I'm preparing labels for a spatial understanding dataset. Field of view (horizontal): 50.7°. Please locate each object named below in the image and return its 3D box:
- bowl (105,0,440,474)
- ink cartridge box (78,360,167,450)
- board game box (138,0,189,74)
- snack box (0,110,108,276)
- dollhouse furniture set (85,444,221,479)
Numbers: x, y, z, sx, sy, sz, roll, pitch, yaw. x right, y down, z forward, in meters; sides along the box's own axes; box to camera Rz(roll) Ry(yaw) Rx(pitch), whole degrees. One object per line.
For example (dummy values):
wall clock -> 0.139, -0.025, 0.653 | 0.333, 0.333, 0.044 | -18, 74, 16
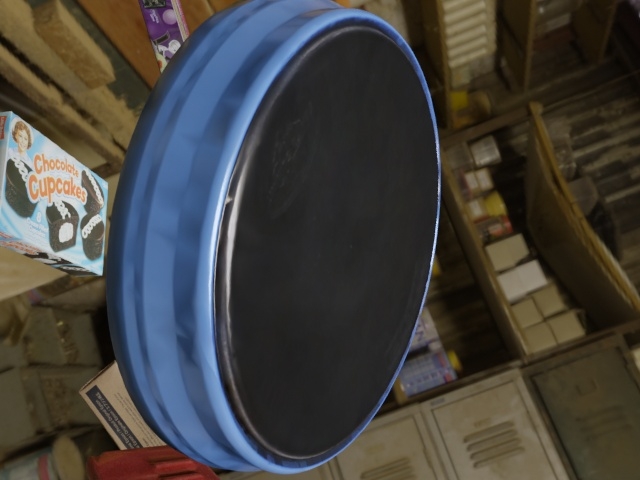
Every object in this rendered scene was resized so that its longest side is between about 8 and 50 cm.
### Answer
bowl -> 0.000, 0.000, 0.561 | 0.391, 0.077, 0.391 | -25, 120, -55
ink cartridge box -> -0.326, 0.345, 1.247 | 0.193, 0.088, 0.235 | 44, -16, 18
board game box -> -0.209, -0.293, 0.935 | 0.208, 0.056, 0.347 | -150, -136, -80
snack box -> -0.462, -0.063, 1.143 | 0.322, 0.060, 0.187 | 57, 30, -72
dollhouse furniture set -> -0.255, 0.307, 0.535 | 0.152, 0.374, 0.201 | 29, -71, 50
